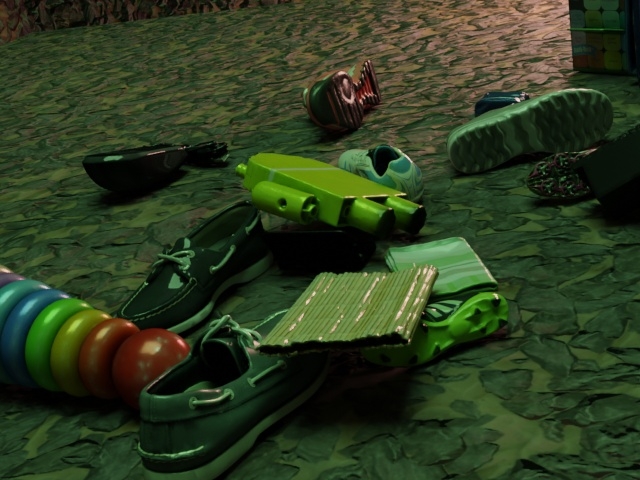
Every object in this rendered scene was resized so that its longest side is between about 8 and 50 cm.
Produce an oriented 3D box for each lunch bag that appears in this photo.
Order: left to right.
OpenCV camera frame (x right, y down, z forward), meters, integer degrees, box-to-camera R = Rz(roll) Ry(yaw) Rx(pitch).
[{"bbox_3d":[0.319,-0.219,1.883,0.098,0.067,0.065,3,24,26],"label":"lunch bag"}]

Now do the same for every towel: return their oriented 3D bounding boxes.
[{"bbox_3d":[0.149,0.035,1.363,0.113,0.023,0.152,-12,21,-5],"label":"towel"}]

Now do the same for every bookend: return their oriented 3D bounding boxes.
[{"bbox_3d":[0.429,-0.068,1.404,0.156,0.072,0.157,-32,44,21],"label":"bookend"}]

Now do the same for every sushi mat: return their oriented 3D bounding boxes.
[{"bbox_3d":[0.040,0.069,1.166,0.151,0.019,0.316,-7,10,12],"label":"sushi mat"}]

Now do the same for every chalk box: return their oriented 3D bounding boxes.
[{"bbox_3d":[0.615,-0.436,2.166,0.289,0.179,0.180,-26,27,-33],"label":"chalk box"}]

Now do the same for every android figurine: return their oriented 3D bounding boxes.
[{"bbox_3d":[0.005,-0.065,1.521,0.273,0.056,0.248,21,15,30],"label":"android figurine"}]

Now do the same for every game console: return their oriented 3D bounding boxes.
[{"bbox_3d":[0.000,0.000,1.452,0.122,0.071,0.107,0,23,23],"label":"game console"}]

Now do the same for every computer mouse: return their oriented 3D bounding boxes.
[{"bbox_3d":[-0.307,-0.130,1.946,0.188,0.072,0.272,3,12,35],"label":"computer mouse"}]

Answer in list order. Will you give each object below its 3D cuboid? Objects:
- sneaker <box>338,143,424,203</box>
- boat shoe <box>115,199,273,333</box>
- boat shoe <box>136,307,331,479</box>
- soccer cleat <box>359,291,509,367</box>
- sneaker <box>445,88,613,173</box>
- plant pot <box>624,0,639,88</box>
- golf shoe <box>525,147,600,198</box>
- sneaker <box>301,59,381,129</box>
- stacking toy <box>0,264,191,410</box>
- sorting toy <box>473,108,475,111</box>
[{"bbox_3d":[0.092,-0.118,1.701,0.085,0.086,0.237,-18,21,-17],"label":"sneaker"},{"bbox_3d":[-0.169,0.037,1.402,0.114,0.091,0.302,1,23,27],"label":"boat shoe"},{"bbox_3d":[-0.081,0.130,1.109,0.116,0.099,0.319,-1,21,28],"label":"boat shoe"},{"bbox_3d":[0.120,0.096,1.183,0.179,0.060,0.072,-14,5,-17],"label":"soccer cleat"},{"bbox_3d":[0.331,-0.192,1.754,0.281,0.105,0.115,-12,21,-4],"label":"sneaker"},{"bbox_3d":[0.666,-0.390,1.941,0.236,0.236,0.212,-7,19,3],"label":"plant pot"},{"bbox_3d":[0.381,-0.097,1.563,0.186,0.067,0.086,-13,-6,-8],"label":"golf shoe"},{"bbox_3d":[0.018,-0.271,2.137,0.136,0.116,0.314,-12,11,23],"label":"sneaker"},{"bbox_3d":[-0.277,0.121,1.211,0.330,0.141,0.141,12,29,29],"label":"stacking toy"},{"bbox_3d":[0.334,-0.246,2.026,0.083,0.012,0.062,-15,16,-4],"label":"sorting toy"}]
